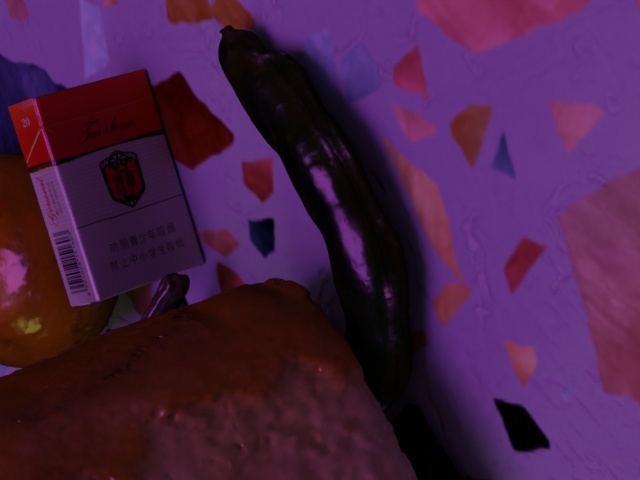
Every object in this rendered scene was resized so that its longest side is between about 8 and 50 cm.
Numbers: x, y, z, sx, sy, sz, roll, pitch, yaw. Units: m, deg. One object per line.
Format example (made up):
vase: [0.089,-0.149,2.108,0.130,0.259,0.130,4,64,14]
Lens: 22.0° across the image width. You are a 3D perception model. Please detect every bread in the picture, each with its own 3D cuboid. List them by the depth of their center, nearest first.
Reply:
bread: [-0.140,0.177,0.993,0.237,0.375,0.165,59,151,17]

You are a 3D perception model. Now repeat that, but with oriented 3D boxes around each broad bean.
broad bean: [0.000,0.000,1.069,0.144,0.049,0.292,3,110,54]

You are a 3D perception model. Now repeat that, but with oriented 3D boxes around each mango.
mango: [-0.255,0.014,1.332,0.317,0.119,0.177,11,117,57]

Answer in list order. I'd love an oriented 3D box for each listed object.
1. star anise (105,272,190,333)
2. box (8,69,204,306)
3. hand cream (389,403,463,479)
star anise: [-0.108,0.139,1.226,0.209,0.089,0.231,-11,110,43]
box: [-0.154,-0.039,1.192,0.048,0.100,0.152,-15,95,49]
hand cream: [0.029,0.231,1.142,0.120,0.061,0.270,58,133,23]
